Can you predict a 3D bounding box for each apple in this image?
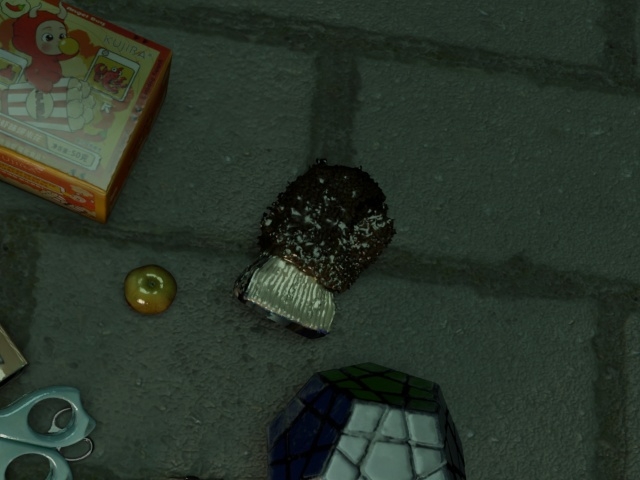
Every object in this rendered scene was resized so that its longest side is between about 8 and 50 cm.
[{"bbox_3d":[-0.268,0.077,1.634,0.084,0.071,0.084,3,77,-12],"label":"apple"}]

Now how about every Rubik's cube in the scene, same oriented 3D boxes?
[{"bbox_3d":[0.070,0.336,1.539,0.264,0.319,0.319,33,71,-30],"label":"Rubik's cube"}]

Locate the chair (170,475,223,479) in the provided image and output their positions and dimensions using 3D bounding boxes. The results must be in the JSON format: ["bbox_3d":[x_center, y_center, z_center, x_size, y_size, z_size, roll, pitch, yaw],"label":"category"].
[{"bbox_3d":[-0.193,0.382,1.600,0.086,0.042,0.037,17,72,-44],"label":"chair"}]

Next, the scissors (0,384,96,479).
[{"bbox_3d":[-0.511,0.268,1.498,0.360,0.029,0.191,20,92,-24],"label":"scissors"}]

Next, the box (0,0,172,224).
[{"bbox_3d":[-0.408,-0.212,1.602,0.284,0.214,0.259,23,72,-5],"label":"box"}]

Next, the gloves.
[{"bbox_3d":[0.002,0.003,1.672,0.210,0.135,0.312,22,72,-1],"label":"gloves"}]

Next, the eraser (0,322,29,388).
[{"bbox_3d":[-0.591,0.120,1.553,0.171,0.087,0.290,-35,86,-18],"label":"eraser"}]

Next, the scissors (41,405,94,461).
[{"bbox_3d":[-0.436,0.308,1.573,0.176,0.022,0.085,-11,87,-16],"label":"scissors"}]
